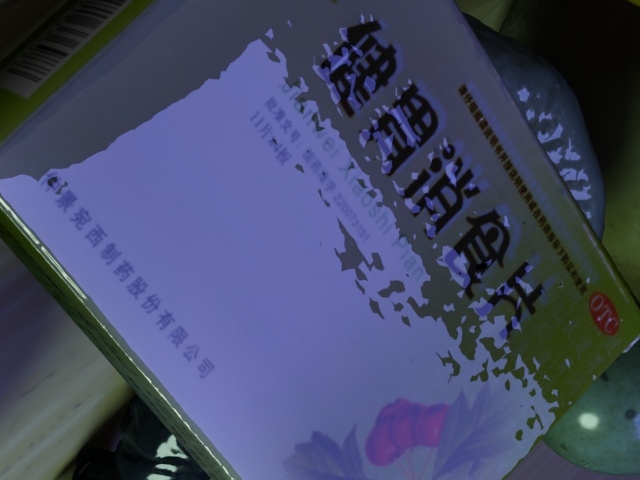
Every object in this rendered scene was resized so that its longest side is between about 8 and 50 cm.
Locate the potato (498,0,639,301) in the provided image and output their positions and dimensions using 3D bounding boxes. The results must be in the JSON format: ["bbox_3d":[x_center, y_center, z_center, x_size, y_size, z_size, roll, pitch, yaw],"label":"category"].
[{"bbox_3d":[0.219,-0.110,0.883,0.326,0.221,0.243,-55,-157,14],"label":"potato"}]

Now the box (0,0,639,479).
[{"bbox_3d":[-0.001,0.000,0.661,0.175,0.062,0.260,-45,122,-14],"label":"box"}]

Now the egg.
[{"bbox_3d":[0.254,0.098,1.411,0.236,0.169,0.169,-21,145,-51],"label":"egg"}]

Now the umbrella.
[{"bbox_3d":[-0.083,0.110,0.885,0.224,0.080,0.071,-55,-166,22],"label":"umbrella"}]

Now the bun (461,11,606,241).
[{"bbox_3d":[0.028,-0.008,0.788,0.195,0.118,0.195,-8,105,-33],"label":"bun"}]

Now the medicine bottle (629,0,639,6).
[{"bbox_3d":[0.152,-0.266,0.480,0.384,0.224,0.224,-52,160,4],"label":"medicine bottle"}]
